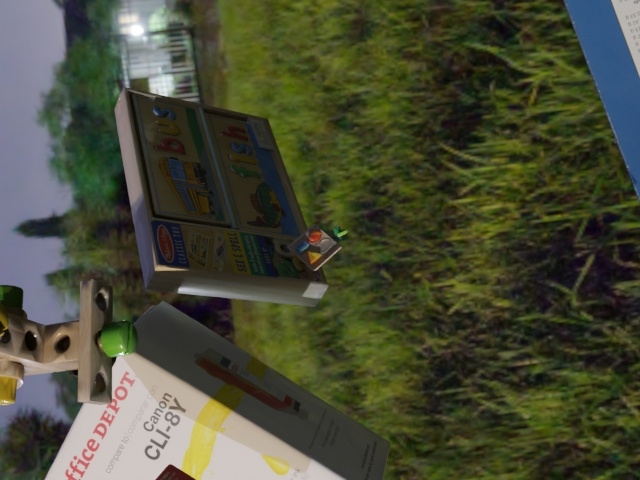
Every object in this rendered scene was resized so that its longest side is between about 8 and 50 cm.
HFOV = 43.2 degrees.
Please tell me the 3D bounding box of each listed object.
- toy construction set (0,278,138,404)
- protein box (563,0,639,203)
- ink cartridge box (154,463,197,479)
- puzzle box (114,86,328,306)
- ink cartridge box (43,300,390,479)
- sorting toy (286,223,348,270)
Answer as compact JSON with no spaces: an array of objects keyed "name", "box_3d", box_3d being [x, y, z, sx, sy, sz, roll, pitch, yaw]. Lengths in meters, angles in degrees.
[{"name":"toy construction set","box_3d":[-0.315,0.125,0.754,0.257,0.237,0.308,76,-164,-45]},{"name":"protein box","box_3d":[0.264,-0.141,0.476,0.136,0.200,0.201,-25,-86,-60]},{"name":"ink cartridge box","box_3d":[-0.104,0.338,0.776,0.092,0.218,0.158,-62,-7,22]},{"name":"puzzle box","box_3d":[-0.166,-0.077,1.267,0.052,0.272,0.409,-58,38,36]},{"name":"ink cartridge box","box_3d":[-0.143,0.309,1.093,0.279,0.385,0.160,-59,-2,18]},{"name":"sorting toy","box_3d":[0.000,0.000,1.173,0.062,0.083,0.012,39,158,26]}]
